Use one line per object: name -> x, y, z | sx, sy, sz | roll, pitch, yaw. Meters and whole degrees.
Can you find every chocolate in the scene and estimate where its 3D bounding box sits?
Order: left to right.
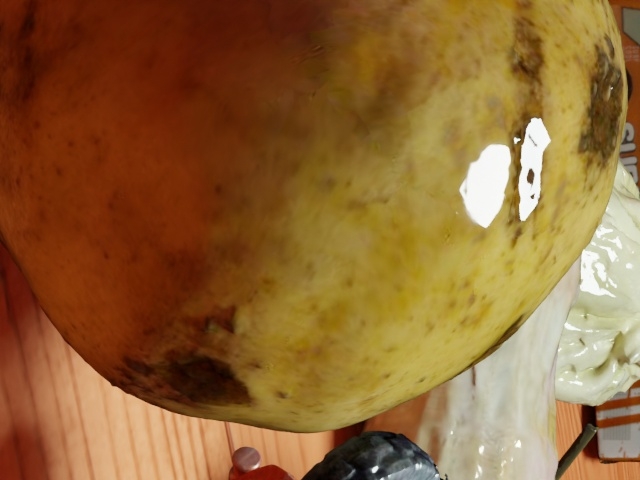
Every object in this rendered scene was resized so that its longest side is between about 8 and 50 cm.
chocolate -> 0.094, 0.068, 1.131 | 0.134, 0.134, 0.309 | 37, 53, -58

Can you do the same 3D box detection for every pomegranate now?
pomegranate -> -0.010, -0.055, 0.767 | 0.281, 0.281, 0.281 | -3, 90, -65

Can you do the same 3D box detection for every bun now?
bun -> 0.189, 0.017, 1.306 | 0.229, 0.145, 0.229 | 3, 90, -68

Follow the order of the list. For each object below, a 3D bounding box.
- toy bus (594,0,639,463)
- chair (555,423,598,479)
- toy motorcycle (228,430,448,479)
toy bus -> 0.282, -0.009, 1.578 | 0.093, 0.092, 0.408 | 15, 75, -66
chair -> 0.160, 0.291, 1.254 | 0.325, 0.170, 0.159 | -56, -170, 43
toy motorcycle -> -0.047, 0.210, 0.759 | 0.171, 0.089, 0.298 | 4, 119, -55
